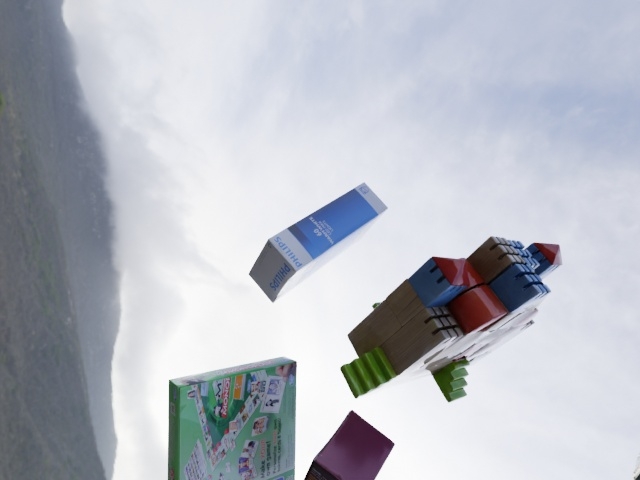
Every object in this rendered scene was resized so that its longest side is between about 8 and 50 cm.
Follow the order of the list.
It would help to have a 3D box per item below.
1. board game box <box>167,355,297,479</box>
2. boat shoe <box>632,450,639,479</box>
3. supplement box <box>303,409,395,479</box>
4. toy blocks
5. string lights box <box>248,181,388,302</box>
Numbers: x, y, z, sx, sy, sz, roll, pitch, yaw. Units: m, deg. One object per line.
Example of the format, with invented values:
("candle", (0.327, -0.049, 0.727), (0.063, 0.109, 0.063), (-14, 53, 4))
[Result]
("board game box", (-0.136, 0.366, 0.712), (0.046, 0.213, 0.317), (3, -88, 51))
("boat shoe", (0.400, 0.268, 0.504), (0.056, 0.153, 0.048), (34, -99, 27))
("supplement box", (0.026, 0.358, 0.648), (0.081, 0.104, 0.188), (32, -53, 20))
("toy blocks", (0.233, 0.103, 0.677), (0.261, 0.381, 0.191), (-50, -127, 32))
("string lights box", (0.000, 0.000, 0.827), (0.077, 0.259, 0.133), (49, -39, 10))
